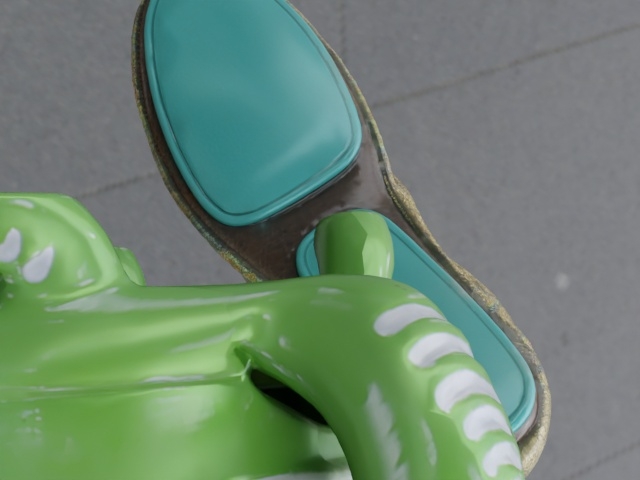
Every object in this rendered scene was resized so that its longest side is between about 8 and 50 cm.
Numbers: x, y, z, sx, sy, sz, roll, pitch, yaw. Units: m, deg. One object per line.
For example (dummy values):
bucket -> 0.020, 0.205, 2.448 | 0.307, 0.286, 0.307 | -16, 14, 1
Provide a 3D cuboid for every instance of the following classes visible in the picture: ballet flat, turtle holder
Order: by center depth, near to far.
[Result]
turtle holder -> -0.054, 0.104, 0.550 | 0.243, 0.320, 0.227 | 14, 72, -73
ballet flat -> 0.000, 0.000, 0.810 | 0.123, 0.348, 0.123 | -28, 153, -15
